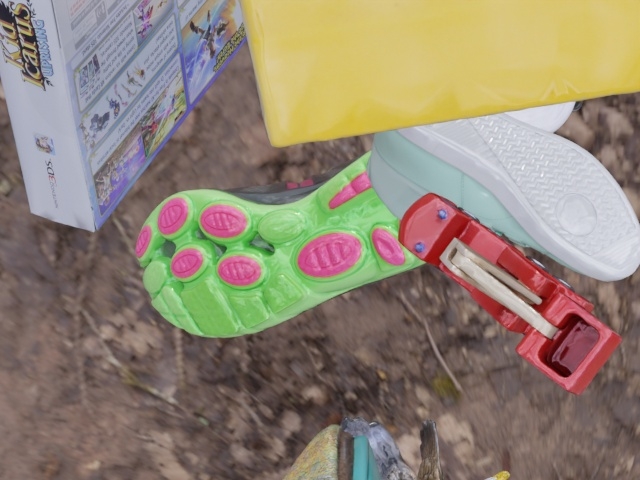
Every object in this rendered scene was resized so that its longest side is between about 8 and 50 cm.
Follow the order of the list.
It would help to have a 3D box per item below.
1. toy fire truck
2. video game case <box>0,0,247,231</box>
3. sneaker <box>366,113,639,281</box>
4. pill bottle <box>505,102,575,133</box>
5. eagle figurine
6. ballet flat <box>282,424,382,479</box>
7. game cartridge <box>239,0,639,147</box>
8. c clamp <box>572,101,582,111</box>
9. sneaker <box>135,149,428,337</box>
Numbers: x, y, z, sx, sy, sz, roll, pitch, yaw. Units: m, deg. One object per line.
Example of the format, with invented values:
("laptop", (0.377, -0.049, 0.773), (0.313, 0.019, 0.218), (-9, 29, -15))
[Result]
("toy fire truck", (0.119, 0.029, 0.972), (0.192, 0.135, 0.047), (38, 98, 25))
("video game case", (-0.134, -0.184, 1.039), (0.061, 0.244, 0.269), (14, 46, 19))
("sneaker", (0.156, -0.034, 1.296), (0.256, 0.151, 0.094), (36, 62, 6))
("pill bottle", (0.187, -0.158, 1.499), (0.108, 0.180, 0.108), (-1, 97, -6))
("eagle figurine", (0.152, 0.365, 1.880), (0.225, 0.226, 0.298), (-36, 52, -26))
("ballet flat", (0.001, 0.197, 0.625), (0.123, 0.123, 0.348), (-24, 29, 2))
("game cartridge", (0.088, -0.214, 0.612), (0.285, 0.052, 0.323), (-8, 111, 4))
("c clamp", (0.291, -0.240, 1.837), (0.022, 0.137, 0.160), (-8, 87, 35))
("sneaker", (0.000, 0.000, 1.696), (0.483, 0.202, 0.185), (-12, 85, 28))
